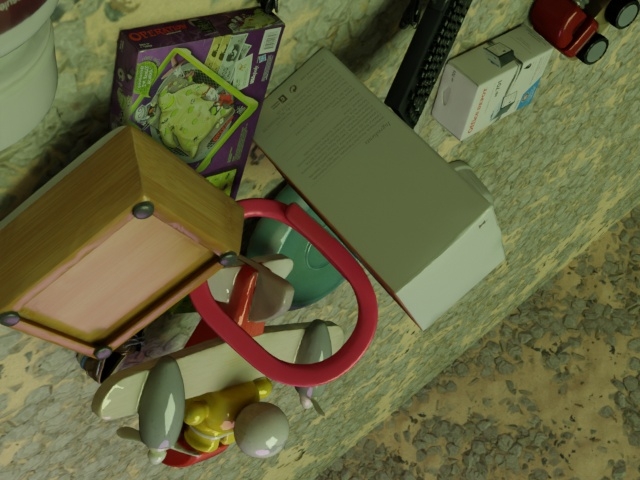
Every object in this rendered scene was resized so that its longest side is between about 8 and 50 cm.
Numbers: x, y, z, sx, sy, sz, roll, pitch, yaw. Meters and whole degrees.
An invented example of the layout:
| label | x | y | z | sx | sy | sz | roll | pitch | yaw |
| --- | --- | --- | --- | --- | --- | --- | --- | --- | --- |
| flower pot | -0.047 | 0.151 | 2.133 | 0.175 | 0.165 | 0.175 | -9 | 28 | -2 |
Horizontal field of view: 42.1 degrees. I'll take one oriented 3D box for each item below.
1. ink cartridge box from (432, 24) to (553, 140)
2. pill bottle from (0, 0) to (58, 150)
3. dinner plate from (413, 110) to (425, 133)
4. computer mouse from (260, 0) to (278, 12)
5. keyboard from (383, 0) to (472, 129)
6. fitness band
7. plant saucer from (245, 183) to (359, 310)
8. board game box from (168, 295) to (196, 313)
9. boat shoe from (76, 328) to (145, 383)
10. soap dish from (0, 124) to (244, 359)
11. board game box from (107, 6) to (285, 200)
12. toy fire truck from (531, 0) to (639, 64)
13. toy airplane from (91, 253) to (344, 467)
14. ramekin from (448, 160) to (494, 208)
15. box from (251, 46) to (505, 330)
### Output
| label | x | y | z | sx | sy | sz | roll | pitch | yaw |
| --- | --- | --- | --- | --- | --- | --- | --- | --- | --- |
| ink cartridge box | 0.305 | -0.282 | 1.485 | 0.191 | 0.082 | 0.139 | -31 | 153 | -26 |
| pill bottle | -0.284 | -0.244 | 0.521 | 0.224 | 0.224 | 0.392 | -28 | 151 | -27 |
| dinner plate | 0.136 | -0.181 | 1.478 | 0.141 | 0.017 | 0.141 | -35 | 155 | -19 |
| computer mouse | 0.013 | -0.343 | 1.011 | 0.193 | 0.042 | 0.106 | -21 | 144 | -28 |
| keyboard | 0.169 | -0.320 | 1.149 | 0.317 | 0.033 | 0.201 | -67 | 155 | -2 |
| fitness band | -0.054 | 0.070 | 1.160 | 0.209 | 0.291 | 0.054 | -46 | -172 | -4 |
| plant saucer | 0.000 | 0.000 | 1.463 | 0.318 | 0.044 | 0.317 | -33 | 142 | -30 |
| board game box | -0.177 | 0.074 | 1.401 | 0.092 | 0.043 | 0.181 | -52 | 154 | 20 |
| boat shoe | -0.307 | 0.150 | 1.305 | 0.183 | 0.066 | 0.066 | -52 | 154 | 20 |
| soap dish | -0.258 | 0.017 | 1.018 | 0.291 | 0.118 | 0.229 | -37 | 144 | 11 |
| board game box | -0.177 | -0.130 | 1.073 | 0.208 | 0.056 | 0.346 | -26 | 151 | -39 |
| toy fire truck | 0.457 | -0.430 | 1.411 | 0.246 | 0.158 | 0.217 | 18 | 118 | -49 |
| toy airplane | -0.129 | 0.208 | 1.305 | 0.386 | 0.272 | 0.384 | -35 | 152 | -10 |
| ramekin | 0.272 | -0.056 | 1.766 | 0.207 | 0.109 | 0.207 | -33 | 154 | -18 |
| box | 0.077 | -0.070 | 1.180 | 0.168 | 0.345 | 0.215 | -42 | 155 | 0 |
